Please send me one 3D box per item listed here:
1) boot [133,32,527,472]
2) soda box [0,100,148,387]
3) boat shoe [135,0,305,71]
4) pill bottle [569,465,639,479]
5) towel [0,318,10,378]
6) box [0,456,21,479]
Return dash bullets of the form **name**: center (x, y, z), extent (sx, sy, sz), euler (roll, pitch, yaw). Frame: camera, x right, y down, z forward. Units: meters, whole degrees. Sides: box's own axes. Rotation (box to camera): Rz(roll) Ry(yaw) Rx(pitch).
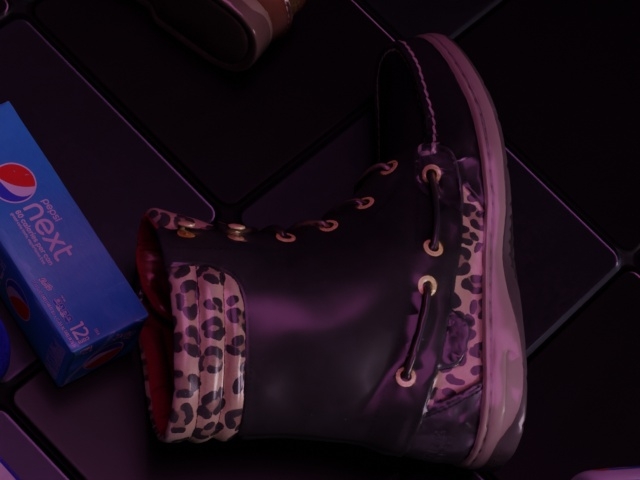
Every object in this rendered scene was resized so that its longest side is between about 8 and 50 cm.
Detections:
- **boot**: center (0.000, 0.000, 1.520), extent (0.284, 0.138, 0.377), euler (1, 67, -17)
- **soda box**: center (-0.219, 0.002, 1.484), extent (0.071, 0.067, 0.210), euler (-26, 73, -28)
- **boat shoe**: center (-0.148, -0.272, 1.644), extent (0.307, 0.111, 0.104), euler (42, 54, -4)
- **pill bottle**: center (0.303, 0.230, 1.488), extent (0.221, 0.124, 0.124), euler (-2, 63, -17)
- **towel**: center (-0.345, 0.039, 1.315), extent (0.227, 0.076, 0.308), euler (38, 15, 5)
- **box**: center (-0.241, 0.206, 1.322), extent (0.126, 0.137, 0.072), euler (46, 58, 10)
